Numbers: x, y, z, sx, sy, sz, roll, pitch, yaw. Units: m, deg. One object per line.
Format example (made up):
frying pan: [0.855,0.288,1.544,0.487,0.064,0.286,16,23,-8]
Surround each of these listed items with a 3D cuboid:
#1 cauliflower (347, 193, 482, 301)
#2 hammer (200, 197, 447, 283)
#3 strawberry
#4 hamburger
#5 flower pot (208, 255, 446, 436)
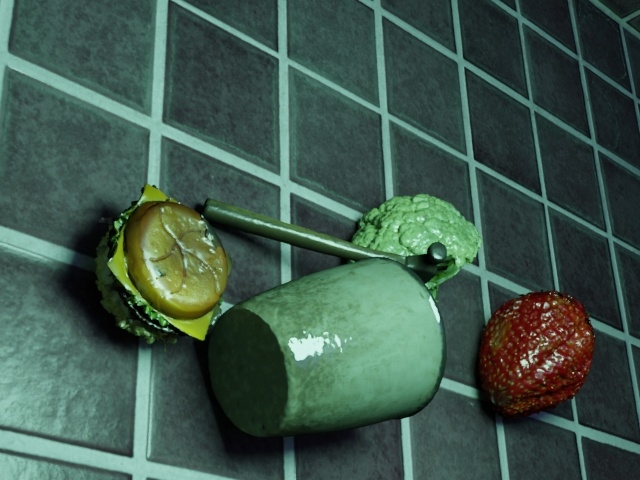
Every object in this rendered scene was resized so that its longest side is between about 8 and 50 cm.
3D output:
cauliflower: [0.191,0.037,2.201,0.272,0.275,0.250,-86,175,-66]
hammer: [0.000,0.000,1.958,0.440,0.168,0.044,17,58,-12]
strawberry: [0.453,0.252,2.316,0.288,0.238,0.250,-33,91,-41]
hamburger: [-0.256,0.042,1.729,0.243,0.139,0.261,46,43,-22]
flower pot: [0.003,0.187,1.821,0.330,0.294,0.293,-7,75,-45]
